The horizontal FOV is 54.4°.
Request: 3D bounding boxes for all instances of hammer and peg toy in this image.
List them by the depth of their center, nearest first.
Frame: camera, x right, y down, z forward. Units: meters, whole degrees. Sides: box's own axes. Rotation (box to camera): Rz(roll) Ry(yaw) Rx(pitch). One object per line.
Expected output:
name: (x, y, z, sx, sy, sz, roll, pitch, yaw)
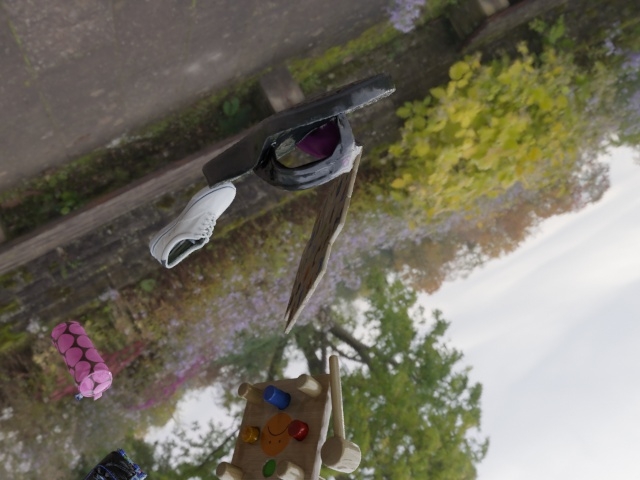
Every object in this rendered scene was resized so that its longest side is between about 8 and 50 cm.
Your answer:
hammer and peg toy: (-0.044, 0.403, 1.318, 0.361, 0.127, 0.266, -18, -134, 37)

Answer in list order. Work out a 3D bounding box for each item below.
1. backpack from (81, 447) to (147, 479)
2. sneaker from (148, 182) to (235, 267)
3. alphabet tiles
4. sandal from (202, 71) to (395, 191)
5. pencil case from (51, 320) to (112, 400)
backpack: (-0.465, 0.590, 1.423, 0.158, 0.173, 0.117, -47, 179, 16)
sneaker: (-0.292, -0.033, 1.491, 0.258, 0.091, 0.094, -45, 148, 2)
alphabet tiles: (0.000, 0.000, 1.130, 0.342, 0.011, 0.285, 119, -12, -52)
sandal: (-0.028, -0.125, 0.878, 0.168, 0.107, 0.446, -28, -173, -28)
pencil case: (-0.602, 0.299, 1.561, 0.095, 0.209, 0.098, -26, 139, -25)
